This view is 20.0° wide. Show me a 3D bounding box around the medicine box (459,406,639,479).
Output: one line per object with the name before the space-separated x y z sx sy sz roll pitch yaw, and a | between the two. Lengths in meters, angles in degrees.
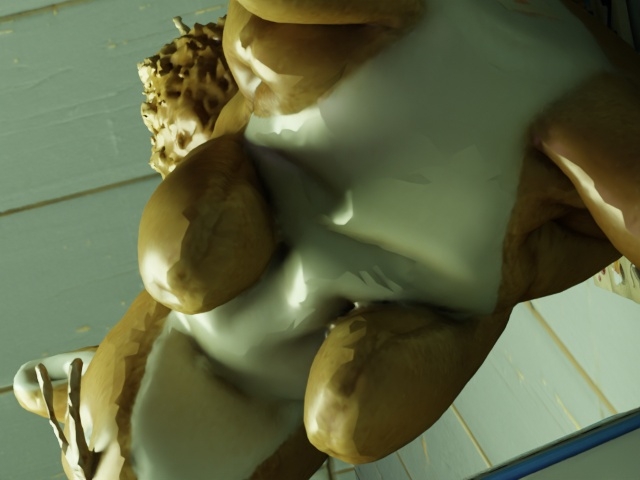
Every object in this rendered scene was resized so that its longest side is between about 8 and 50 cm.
medicine box | 0.110 0.200 1.003 0.289 0.263 0.149 114 134 -78

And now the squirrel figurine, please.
squirrel figurine | 0.000 0.000 1.005 0.370 0.281 0.397 -57 10 23

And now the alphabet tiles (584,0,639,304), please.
alphabet tiles | 0.181 -0.053 1.067 0.237 0.009 0.198 -146 43 -79
